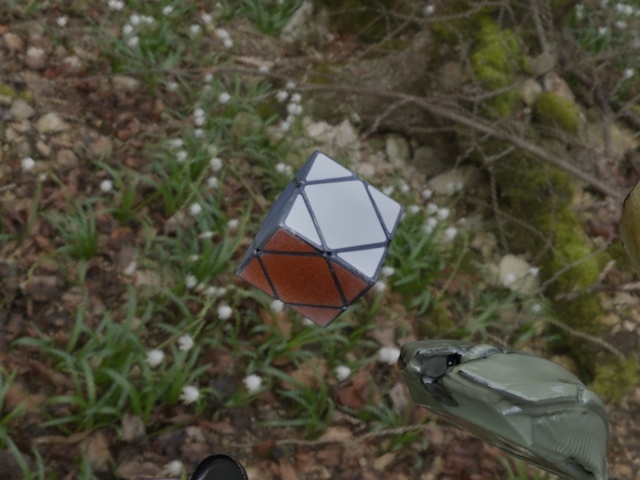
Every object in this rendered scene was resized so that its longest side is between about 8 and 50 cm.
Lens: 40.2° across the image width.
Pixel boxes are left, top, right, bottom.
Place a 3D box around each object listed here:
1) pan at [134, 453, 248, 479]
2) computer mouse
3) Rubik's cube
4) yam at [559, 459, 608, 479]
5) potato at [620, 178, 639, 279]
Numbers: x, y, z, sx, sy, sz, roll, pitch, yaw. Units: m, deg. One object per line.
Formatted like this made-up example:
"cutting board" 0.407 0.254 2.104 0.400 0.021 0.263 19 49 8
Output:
"pan" -0.218 0.422 1.488 0.040 0.212 0.115 52 39 -60
"computer mouse" 0.278 0.223 1.233 0.429 0.228 0.145 35 78 -42
"Rubik's cube" 0.000 0.000 1.608 0.207 0.205 0.205 31 51 -8
"yam" 0.421 0.354 1.592 0.093 0.093 0.259 37 6 -31
"potato" 0.532 0.002 1.124 0.242 0.285 0.243 -9 90 -67
